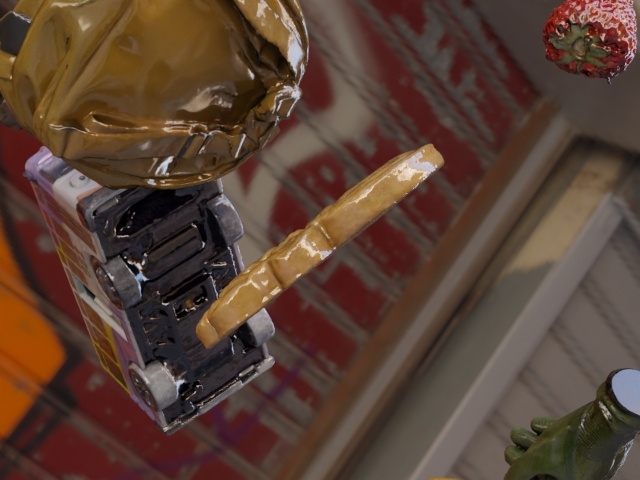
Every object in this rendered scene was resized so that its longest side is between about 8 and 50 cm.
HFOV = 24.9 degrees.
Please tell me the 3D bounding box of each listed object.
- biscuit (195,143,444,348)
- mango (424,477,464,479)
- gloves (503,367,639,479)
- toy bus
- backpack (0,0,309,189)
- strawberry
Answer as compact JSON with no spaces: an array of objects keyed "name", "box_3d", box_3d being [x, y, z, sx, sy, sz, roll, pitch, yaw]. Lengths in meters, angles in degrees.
[{"name":"biscuit","box_3d":[-0.001,-0.001,1.350,0.044,0.289,0.202,54,-18,2]},{"name":"mango","box_3d":[0.178,0.319,1.566,0.184,0.085,0.102,22,-53,14]},{"name":"gloves","box_3d":[0.295,0.236,1.668,0.268,0.135,0.107,-43,-113,52]},{"name":"toy bus","box_3d":[-0.238,0.026,2.020,0.249,0.209,0.440,38,-27,41]},{"name":"backpack","box_3d":[-0.186,-0.208,1.646,0.201,0.353,0.378,46,6,35]},{"name":"strawberry","box_3d":[0.216,-0.166,1.133,0.073,0.083,0.073,21,-38,17]}]
